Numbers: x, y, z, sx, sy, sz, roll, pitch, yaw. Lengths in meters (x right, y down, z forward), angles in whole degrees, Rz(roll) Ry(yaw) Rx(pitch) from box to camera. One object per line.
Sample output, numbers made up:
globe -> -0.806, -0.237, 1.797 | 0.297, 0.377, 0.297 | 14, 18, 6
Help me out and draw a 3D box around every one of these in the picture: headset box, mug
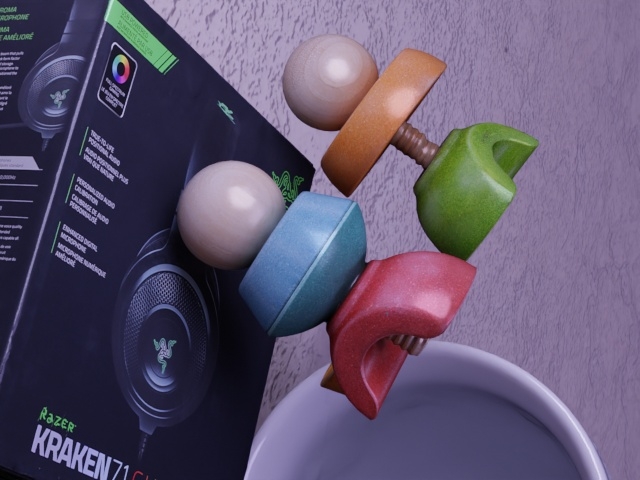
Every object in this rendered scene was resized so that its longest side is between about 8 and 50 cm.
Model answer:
headset box -> -0.132, 0.016, 0.829 | 0.246, 0.131, 0.283 | 43, 55, -54
mug -> 0.092, 0.208, 1.144 | 0.328, 0.276, 0.374 | 49, 20, -66

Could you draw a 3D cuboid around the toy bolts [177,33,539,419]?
toy bolts -> 0.000, 0.000, 0.849 | 0.218, 0.158, 0.228 | -56, 180, 30
